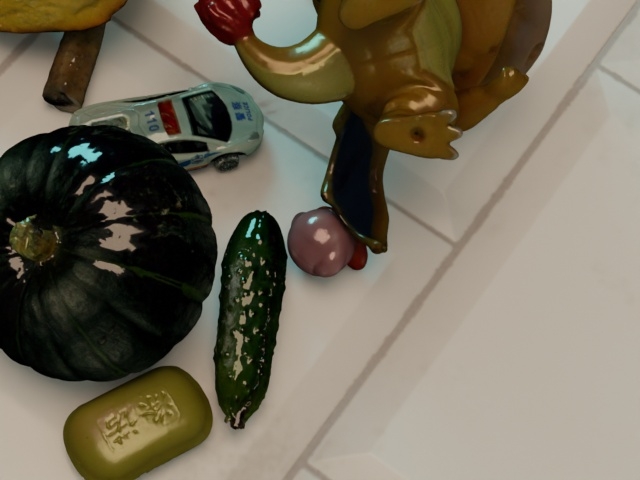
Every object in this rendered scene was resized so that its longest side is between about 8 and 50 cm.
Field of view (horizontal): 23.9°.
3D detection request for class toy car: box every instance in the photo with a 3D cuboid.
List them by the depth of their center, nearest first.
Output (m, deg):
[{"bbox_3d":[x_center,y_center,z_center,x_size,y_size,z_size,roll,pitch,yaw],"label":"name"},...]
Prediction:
[{"bbox_3d":[-0.157,-0.112,1.551,0.205,0.056,0.095,-13,65,-12],"label":"toy car"}]

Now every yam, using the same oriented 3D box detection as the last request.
[{"bbox_3d":[-0.239,-0.285,1.631,0.045,0.045,0.326,22,61,-21],"label":"yam"}]

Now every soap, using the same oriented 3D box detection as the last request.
[{"bbox_3d":[-0.170,0.173,1.416,0.140,0.045,0.089,-27,67,-18],"label":"soap"}]

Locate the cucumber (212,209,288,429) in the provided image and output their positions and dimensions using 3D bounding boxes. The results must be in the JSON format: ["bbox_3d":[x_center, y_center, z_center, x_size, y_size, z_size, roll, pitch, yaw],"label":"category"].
[{"bbox_3d":[-0.070,0.075,1.466,0.069,0.069,0.227,7,67,-3],"label":"cucumber"}]

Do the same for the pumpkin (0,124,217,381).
[{"bbox_3d":[-0.224,0.008,1.402,0.250,0.216,0.249,-4,80,23],"label":"pumpkin"}]

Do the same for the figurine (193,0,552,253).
[{"bbox_3d":[0.060,-0.243,1.483,0.401,0.268,0.387,54,26,-15],"label":"figurine"}]

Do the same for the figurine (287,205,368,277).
[{"bbox_3d":[0.000,0.000,1.509,0.071,0.067,0.083,-24,52,-39],"label":"figurine"}]

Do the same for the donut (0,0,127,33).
[{"bbox_3d":[-0.278,-0.322,1.583,0.253,0.118,0.253,-7,59,11],"label":"donut"}]
